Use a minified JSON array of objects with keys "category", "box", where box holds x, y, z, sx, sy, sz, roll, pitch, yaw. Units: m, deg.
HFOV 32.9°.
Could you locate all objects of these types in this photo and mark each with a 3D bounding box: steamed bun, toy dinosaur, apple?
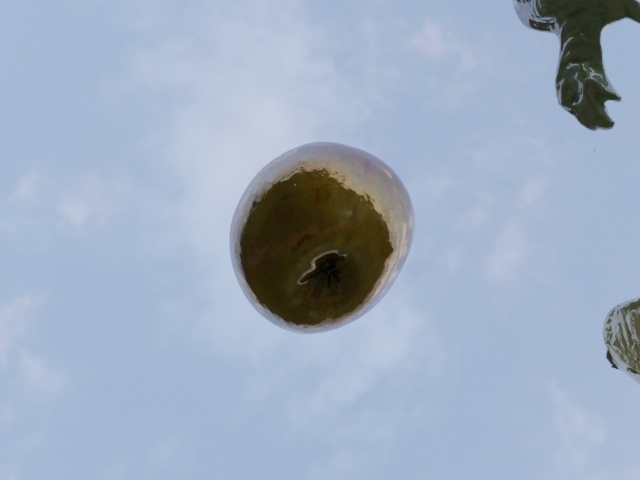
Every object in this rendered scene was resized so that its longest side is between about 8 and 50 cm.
[{"category":"steamed bun","box":[0.321,0.089,0.955,0.130,0.113,0.090,-26,-108,55]},{"category":"toy dinosaur","box":[0.210,-0.280,0.839,0.205,0.092,0.392,-43,-132,36]},{"category":"apple","box":[0.000,0.000,1.028,0.183,0.155,0.182,-1,-63,-1]}]
